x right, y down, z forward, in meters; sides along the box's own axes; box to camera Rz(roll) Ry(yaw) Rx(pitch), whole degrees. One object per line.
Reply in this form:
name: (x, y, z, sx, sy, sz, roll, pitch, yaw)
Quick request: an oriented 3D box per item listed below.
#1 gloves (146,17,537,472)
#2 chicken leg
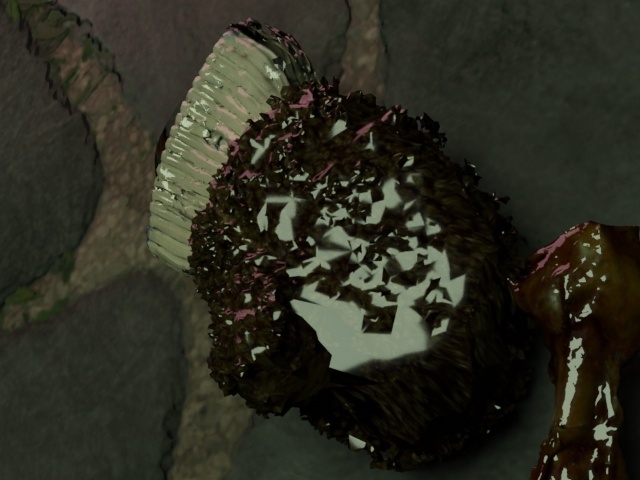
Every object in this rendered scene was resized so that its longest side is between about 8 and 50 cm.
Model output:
gloves: (0.001, 0.006, 0.806, 0.312, 0.135, 0.210, 35, 82, 37)
chicken leg: (0.128, 0.138, 0.678, 0.113, 0.093, 0.304, 9, 78, 25)
